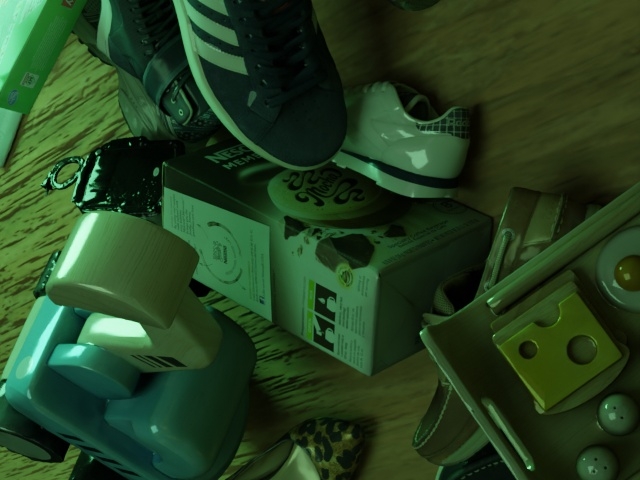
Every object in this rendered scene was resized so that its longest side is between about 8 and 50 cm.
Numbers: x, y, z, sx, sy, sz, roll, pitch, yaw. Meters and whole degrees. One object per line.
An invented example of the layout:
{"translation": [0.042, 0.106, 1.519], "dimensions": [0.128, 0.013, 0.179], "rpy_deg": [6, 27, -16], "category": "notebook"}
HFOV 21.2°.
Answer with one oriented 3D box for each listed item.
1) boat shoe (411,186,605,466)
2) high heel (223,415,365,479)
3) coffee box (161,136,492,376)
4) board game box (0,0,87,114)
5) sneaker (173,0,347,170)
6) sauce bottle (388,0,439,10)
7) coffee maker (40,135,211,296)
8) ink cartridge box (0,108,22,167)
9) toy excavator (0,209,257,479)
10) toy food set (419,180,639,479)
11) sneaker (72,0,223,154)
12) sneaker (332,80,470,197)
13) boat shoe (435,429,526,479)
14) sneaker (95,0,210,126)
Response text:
{"translation": [0.153, 0.075, 1.573], "dimensions": [0.116, 0.123, 0.324], "rpy_deg": [26, 123, -2], "category": "boat shoe"}
{"translation": [-0.067, 0.281, 1.875], "dimensions": [0.093, 0.186, 0.261], "rpy_deg": [59, 139, 8], "category": "high heel"}
{"translation": [0.000, 0.000, 1.687], "dimensions": [0.297, 0.168, 0.119], "rpy_deg": [26, 125, 37], "category": "coffee box"}
{"translation": [-0.295, -0.321, 1.810], "dimensions": [0.317, 0.046, 0.213], "rpy_deg": [-58, 43, 19], "category": "board game box"}
{"translation": [-0.054, -0.216, 1.523], "dimensions": [0.148, 0.131, 0.350], "rpy_deg": [10, 131, 60], "category": "sneaker"}
{"translation": [-0.017, -0.333, 1.591], "dimensions": [0.344, 0.111, 0.111], "rpy_deg": [35, 131, 29], "category": "sauce bottle"}
{"translation": [-0.176, -0.028, 1.848], "dimensions": [0.171, 0.120, 0.178], "rpy_deg": [25, 164, 38], "category": "coffee maker"}
{"translation": [-0.489, -0.318, 2.157], "dimensions": [0.385, 0.091, 0.308], "rpy_deg": [37, 134, 7], "category": "ink cartridge box"}
{"translation": [-0.179, 0.115, 1.750], "dimensions": [0.445, 0.222, 0.433], "rpy_deg": [-5, 145, 46], "category": "toy excavator"}
{"translation": [0.263, 0.076, 1.388], "dimensions": [0.220, 0.306, 0.092], "rpy_deg": [55, -177, 12], "category": "toy food set"}
{"translation": [-0.182, -0.231, 1.845], "dimensions": [0.122, 0.110, 0.283], "rpy_deg": [-33, 88, 35], "category": "sneaker"}
{"translation": [0.049, -0.116, 1.658], "dimensions": [0.235, 0.090, 0.095], "rpy_deg": [23, 111, 34], "category": "sneaker"}
{"translation": [0.272, 0.253, 1.526], "dimensions": [0.500, 0.156, 0.187], "rpy_deg": [-1, 109, 49], "category": "boat shoe"}
{"translation": [-0.148, -0.211, 1.674], "dimensions": [0.163, 0.086, 0.226], "rpy_deg": [46, 158, 19], "category": "sneaker"}
